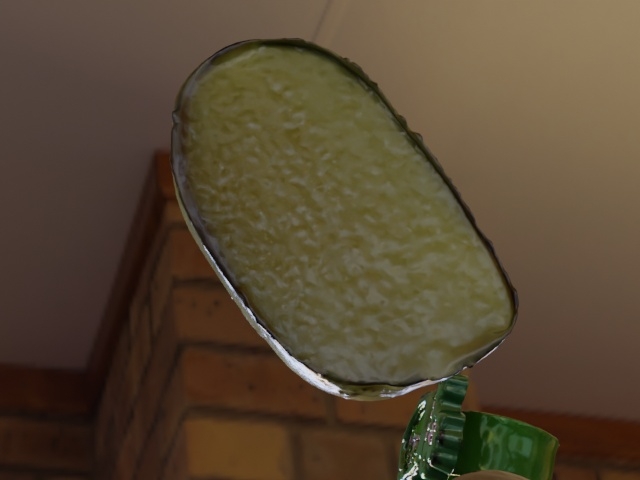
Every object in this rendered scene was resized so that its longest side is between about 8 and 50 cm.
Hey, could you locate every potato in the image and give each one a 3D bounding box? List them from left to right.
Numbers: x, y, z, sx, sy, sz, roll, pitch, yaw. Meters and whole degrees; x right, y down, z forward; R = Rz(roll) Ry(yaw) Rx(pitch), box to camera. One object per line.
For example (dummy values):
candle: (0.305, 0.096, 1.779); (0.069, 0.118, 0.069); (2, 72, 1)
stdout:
potato: (0.000, 0.000, 1.027); (0.160, 0.271, 0.111); (-29, -21, -17)

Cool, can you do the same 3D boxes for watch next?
watch: (0.162, 0.220, 1.568); (0.152, 0.131, 0.165); (19, -20, -8)

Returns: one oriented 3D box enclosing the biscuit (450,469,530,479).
biscuit: (0.099, 0.324, 1.059); (0.381, 0.074, 0.359); (40, -71, -8)
